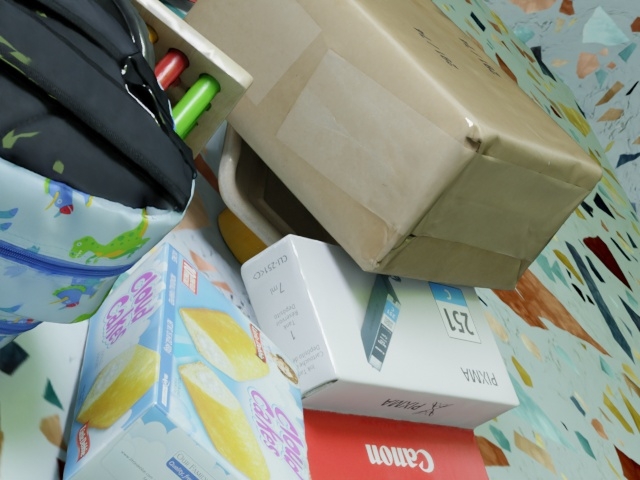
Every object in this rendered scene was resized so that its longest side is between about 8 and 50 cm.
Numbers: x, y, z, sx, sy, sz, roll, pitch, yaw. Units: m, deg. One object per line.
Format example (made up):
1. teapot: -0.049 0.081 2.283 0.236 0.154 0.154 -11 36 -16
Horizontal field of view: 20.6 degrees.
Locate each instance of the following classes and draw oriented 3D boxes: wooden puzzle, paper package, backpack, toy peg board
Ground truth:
1. wooden puzzle: 0.000 0.000 1.771 0.348 0.080 0.322 50 17 -20
2. paper package: 0.064 -0.120 1.638 0.325 0.168 0.309 47 18 26
3. backpack: -0.248 -0.083 1.088 0.355 0.273 0.290 11 36 -31
4. toy peg board: -0.165 -0.132 1.528 0.160 0.161 0.079 39 59 -4

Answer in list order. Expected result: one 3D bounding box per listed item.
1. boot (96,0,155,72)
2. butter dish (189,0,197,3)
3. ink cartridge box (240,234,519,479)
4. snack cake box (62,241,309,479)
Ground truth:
1. boot: -0.301 -0.223 1.364 0.348 0.131 0.260 44 9 13
2. butter dish: -0.166 -0.362 2.000 0.160 0.118 0.160 57 19 18
3. ink cartridge box: 0.076 0.141 1.543 0.296 0.066 0.261 13 52 -52
4. snack cake box: -0.089 0.126 1.237 0.152 0.089 0.264 43 14 -18
